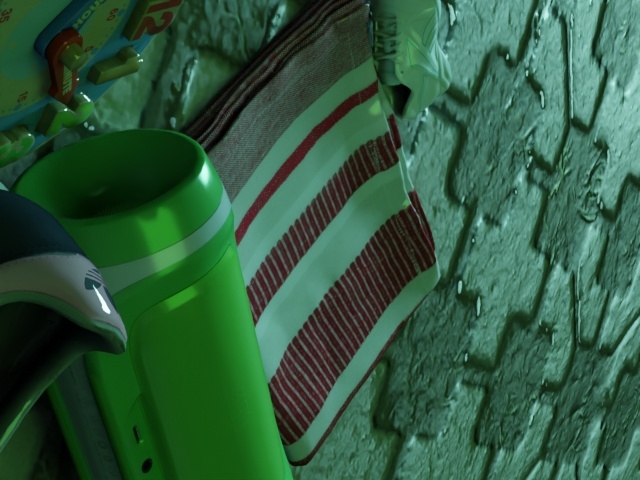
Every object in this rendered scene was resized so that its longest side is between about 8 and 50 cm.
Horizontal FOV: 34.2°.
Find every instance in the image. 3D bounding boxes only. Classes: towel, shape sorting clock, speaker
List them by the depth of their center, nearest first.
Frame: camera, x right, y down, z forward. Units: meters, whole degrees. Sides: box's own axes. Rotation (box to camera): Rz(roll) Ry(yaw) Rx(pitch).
[{"bbox_3d":[-0.130,-0.099,0.502,0.206,0.040,0.206,-48,175,-5],"label":"shape sorting clock"},{"bbox_3d":[-0.094,0.087,0.637,0.131,0.131,0.296,-41,133,-40],"label":"speaker"},{"bbox_3d":[0.000,0.000,0.815,0.237,0.037,0.329,-51,139,-29],"label":"towel"}]

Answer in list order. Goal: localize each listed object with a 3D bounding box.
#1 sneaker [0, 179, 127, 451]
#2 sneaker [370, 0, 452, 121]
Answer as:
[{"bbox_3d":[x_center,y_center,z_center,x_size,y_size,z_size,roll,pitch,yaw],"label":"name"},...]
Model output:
[{"bbox_3d":[-0.216,0.111,0.441,0.319,0.131,0.112,-53,149,-11],"label":"sneaker"},{"bbox_3d":[0.066,-0.159,0.831,0.061,0.054,0.152,-51,140,-26],"label":"sneaker"}]
